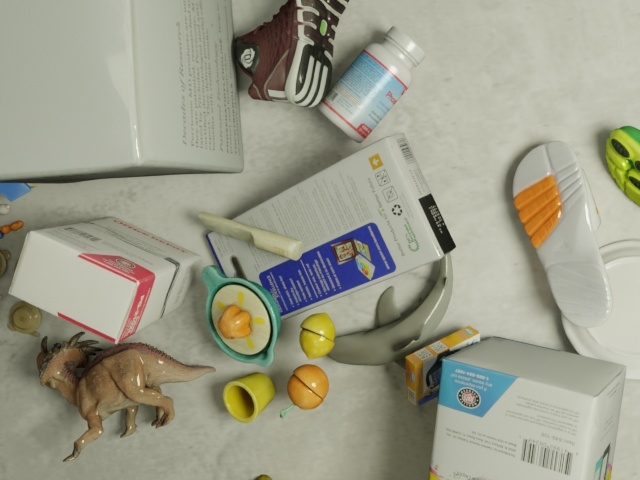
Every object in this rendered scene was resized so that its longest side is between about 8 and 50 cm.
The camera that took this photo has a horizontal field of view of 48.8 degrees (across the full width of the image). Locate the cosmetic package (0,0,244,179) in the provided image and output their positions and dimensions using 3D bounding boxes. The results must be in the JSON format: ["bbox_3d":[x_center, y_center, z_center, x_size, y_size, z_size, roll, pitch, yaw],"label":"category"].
[{"bbox_3d":[-0.318,-0.244,0.944,0.329,0.393,0.328,-3,94,11],"label":"cosmetic package"}]

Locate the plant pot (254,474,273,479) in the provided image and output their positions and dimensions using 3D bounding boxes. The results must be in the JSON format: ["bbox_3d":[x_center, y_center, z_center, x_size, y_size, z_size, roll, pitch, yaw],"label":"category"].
[{"bbox_3d":[-0.105,0.531,1.070,0.212,0.187,0.212,45,99,4],"label":"plant pot"}]

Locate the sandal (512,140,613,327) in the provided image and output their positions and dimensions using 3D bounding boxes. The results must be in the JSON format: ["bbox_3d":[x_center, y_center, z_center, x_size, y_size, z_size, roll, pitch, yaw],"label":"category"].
[{"bbox_3d":[0.351,-0.007,1.007,0.101,0.076,0.266,-18,79,34],"label":"sandal"}]

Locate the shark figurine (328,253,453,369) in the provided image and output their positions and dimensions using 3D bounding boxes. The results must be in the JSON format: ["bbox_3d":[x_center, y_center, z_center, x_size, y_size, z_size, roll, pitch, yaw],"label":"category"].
[{"bbox_3d":[0.140,0.107,1.036,0.166,0.116,0.278,36,101,4],"label":"shark figurine"}]

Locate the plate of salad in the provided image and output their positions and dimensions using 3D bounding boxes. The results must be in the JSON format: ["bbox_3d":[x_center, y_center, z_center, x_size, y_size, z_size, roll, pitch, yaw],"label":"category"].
[{"bbox_3d":[0.445,0.097,0.999,0.199,0.048,0.200,-9,68,23],"label":"plate of salad"}]

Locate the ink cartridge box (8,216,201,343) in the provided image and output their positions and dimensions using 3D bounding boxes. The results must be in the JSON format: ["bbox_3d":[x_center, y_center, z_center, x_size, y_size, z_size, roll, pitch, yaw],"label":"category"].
[{"bbox_3d":[-0.305,0.048,1.044,0.171,0.237,0.100,24,100,7],"label":"ink cartridge box"}]

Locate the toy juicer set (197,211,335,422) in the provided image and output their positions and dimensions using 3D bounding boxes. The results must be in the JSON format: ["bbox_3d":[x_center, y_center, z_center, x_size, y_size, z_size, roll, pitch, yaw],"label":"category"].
[{"bbox_3d":[-0.085,0.112,1.036,0.209,0.089,0.329,-6,100,35],"label":"toy juicer set"}]

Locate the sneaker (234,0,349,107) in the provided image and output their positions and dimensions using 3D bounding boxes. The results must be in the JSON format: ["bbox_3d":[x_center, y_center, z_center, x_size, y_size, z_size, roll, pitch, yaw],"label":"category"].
[{"bbox_3d":[-0.054,-0.334,1.044,0.162,0.106,0.282,6,77,35],"label":"sneaker"}]

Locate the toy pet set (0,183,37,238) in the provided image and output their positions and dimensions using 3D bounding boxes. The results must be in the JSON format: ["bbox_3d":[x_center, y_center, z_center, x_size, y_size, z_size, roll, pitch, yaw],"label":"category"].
[{"bbox_3d":[-0.527,-0.077,1.159,0.114,0.065,0.122,-25,90,11],"label":"toy pet set"}]

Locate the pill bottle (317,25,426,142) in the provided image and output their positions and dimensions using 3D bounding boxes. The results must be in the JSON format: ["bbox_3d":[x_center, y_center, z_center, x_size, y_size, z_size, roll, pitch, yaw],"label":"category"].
[{"bbox_3d":[0.077,-0.228,1.033,0.087,0.087,0.160,42,100,4],"label":"pill bottle"}]

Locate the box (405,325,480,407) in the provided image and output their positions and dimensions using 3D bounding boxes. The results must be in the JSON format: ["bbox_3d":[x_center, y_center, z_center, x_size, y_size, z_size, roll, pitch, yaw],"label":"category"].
[{"bbox_3d":[0.186,0.181,1.033,0.136,0.028,0.081,-20,123,-22],"label":"box"}]

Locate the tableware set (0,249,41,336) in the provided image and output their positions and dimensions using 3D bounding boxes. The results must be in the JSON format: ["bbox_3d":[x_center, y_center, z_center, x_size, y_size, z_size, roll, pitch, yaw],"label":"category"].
[{"bbox_3d":[-0.528,0.086,1.195,0.141,0.020,0.169,14,95,7],"label":"tableware set"}]

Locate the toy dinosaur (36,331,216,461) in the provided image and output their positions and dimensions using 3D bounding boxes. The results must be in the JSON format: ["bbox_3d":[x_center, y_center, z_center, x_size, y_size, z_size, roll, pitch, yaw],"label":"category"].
[{"bbox_3d":[-0.329,0.214,1.123,0.295,0.127,0.201,-21,84,5],"label":"toy dinosaur"}]

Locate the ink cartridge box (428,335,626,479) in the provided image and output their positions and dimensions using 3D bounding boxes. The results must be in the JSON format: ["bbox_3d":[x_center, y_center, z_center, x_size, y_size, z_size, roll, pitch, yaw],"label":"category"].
[{"bbox_3d":[0.274,0.294,0.951,0.198,0.197,0.270,10,98,33],"label":"ink cartridge box"}]

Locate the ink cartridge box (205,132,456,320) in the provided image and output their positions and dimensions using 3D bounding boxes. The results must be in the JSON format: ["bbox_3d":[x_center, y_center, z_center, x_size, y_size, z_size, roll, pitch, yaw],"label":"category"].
[{"bbox_3d":[0.000,0.000,1.036,0.370,0.069,0.176,-25,90,34],"label":"ink cartridge box"}]

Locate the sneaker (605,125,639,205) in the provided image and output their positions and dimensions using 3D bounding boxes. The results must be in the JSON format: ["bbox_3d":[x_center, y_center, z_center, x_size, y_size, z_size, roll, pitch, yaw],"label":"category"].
[{"bbox_3d":[0.533,-0.082,0.971,0.295,0.109,0.124,29,75,8],"label":"sneaker"}]
